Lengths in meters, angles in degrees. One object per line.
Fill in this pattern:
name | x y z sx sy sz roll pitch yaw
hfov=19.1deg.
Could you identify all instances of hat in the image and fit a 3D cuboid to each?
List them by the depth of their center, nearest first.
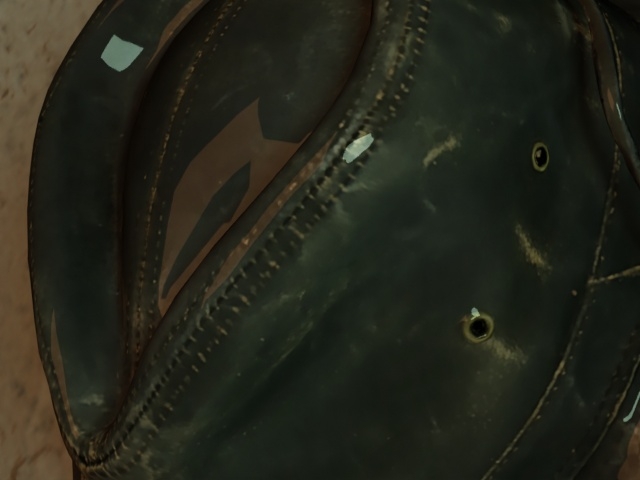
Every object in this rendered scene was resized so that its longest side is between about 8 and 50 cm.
hat | 0.000 0.000 0.528 0.331 0.134 0.331 -15 66 35
